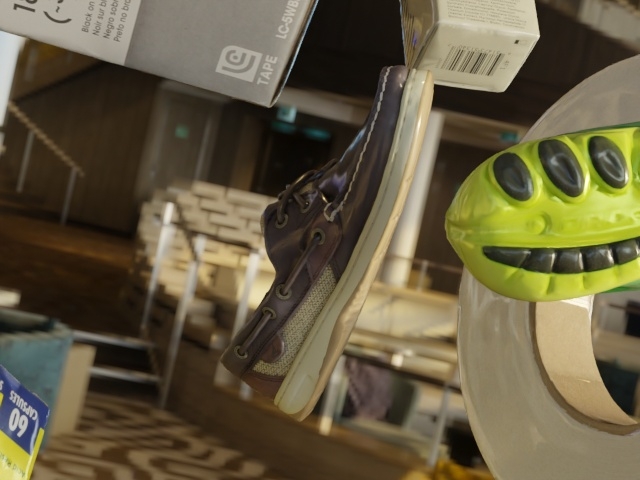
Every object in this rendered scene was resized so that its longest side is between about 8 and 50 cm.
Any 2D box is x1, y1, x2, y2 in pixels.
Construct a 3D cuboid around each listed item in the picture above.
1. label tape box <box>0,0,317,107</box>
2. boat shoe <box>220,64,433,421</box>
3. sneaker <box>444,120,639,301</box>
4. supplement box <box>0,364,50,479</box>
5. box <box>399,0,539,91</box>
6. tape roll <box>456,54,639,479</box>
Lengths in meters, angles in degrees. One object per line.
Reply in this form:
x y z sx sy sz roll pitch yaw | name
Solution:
-0.159 -0.231 0.725 0.334 0.240 0.106 15 -44 -10 | label tape box
0.000 0.000 0.917 0.092 0.285 0.103 22 29 2 | boat shoe
0.209 -0.025 0.689 0.295 0.109 0.123 -1 5 -7 | sneaker
-0.387 0.244 1.019 0.195 0.356 0.194 -8 -40 24 | supplement box
0.141 -0.290 1.312 0.113 0.275 0.094 7 -33 -13 | box
0.256 0.048 0.979 0.072 0.392 0.392 14 0 -34 | tape roll
